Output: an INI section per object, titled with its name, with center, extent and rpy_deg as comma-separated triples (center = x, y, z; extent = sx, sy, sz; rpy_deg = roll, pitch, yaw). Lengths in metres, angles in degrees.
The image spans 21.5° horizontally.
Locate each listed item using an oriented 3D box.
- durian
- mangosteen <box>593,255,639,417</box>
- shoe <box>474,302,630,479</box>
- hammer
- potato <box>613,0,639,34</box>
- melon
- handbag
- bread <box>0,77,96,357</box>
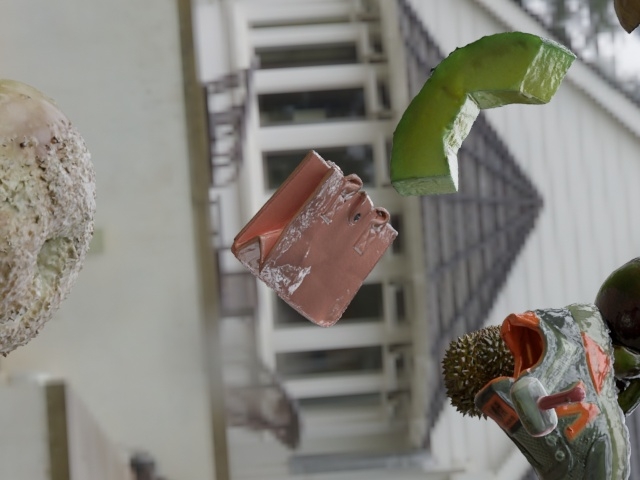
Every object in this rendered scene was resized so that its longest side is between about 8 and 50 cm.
[durian]
center = 0.247, 0.181, 2.360
extent = 0.168, 0.158, 0.137
rpy_deg = -83, 177, -68
[mangosteen]
center = 0.455, 0.132, 2.303
extent = 0.194, 0.194, 0.230
rpy_deg = 106, 4, -79
[shoe]
center = 0.282, 0.225, 2.128
extent = 0.132, 0.171, 0.336
rpy_deg = 122, -29, -56
[hammer]
center = 0.199, 0.138, 1.448
extent = 0.083, 0.031, 0.052
rpy_deg = -25, -86, 54
[potato]
center = 0.401, -0.341, 2.028
extent = 0.089, 0.172, 0.100
rpy_deg = 43, 10, 0
[melon]
center = 0.145, -0.127, 1.661
extent = 0.118, 0.209, 0.064
rpy_deg = 35, 1, 38
[handbag]
center = 0.000, 0.000, 1.904
extent = 0.059, 0.157, 0.212
rpy_deg = 39, -3, 30
[bread]
center = -0.322, -0.005, 1.632
extent = 0.305, 0.158, 0.305
rpy_deg = 21, 90, -77
